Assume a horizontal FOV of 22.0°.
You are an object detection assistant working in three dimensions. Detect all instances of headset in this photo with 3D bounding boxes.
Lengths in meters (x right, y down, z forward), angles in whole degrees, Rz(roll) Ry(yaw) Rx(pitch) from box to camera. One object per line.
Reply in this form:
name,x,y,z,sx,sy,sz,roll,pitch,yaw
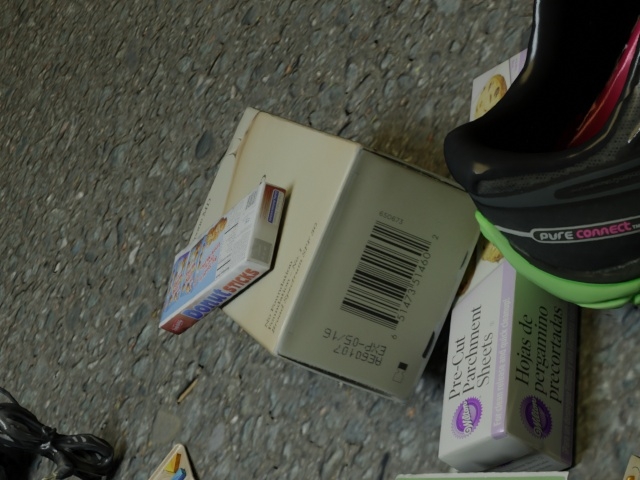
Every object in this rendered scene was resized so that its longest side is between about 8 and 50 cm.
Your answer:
headset,-0.350,0.273,1.624,0.394,0.185,0.243,-52,23,44

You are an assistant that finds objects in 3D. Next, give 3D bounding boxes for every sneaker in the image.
sneaker,0.253,-0.180,0.999,0.483,0.202,0.185,-57,30,5

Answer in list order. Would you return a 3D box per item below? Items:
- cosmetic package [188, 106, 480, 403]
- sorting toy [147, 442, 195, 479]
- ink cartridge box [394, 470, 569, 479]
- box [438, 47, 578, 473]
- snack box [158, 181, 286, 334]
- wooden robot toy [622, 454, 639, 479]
cosmetic package,0.000,0.000,1.246,0.160,0.113,0.309,-68,20,1
sorting toy,-0.140,0.222,1.429,0.083,0.012,0.062,-52,31,12
ink cartridge box,0.081,0.262,1.014,0.171,0.056,0.235,-12,51,52
box,0.138,0.011,1.144,0.067,0.063,0.324,-30,41,44
snack box,-0.076,0.016,1.227,0.178,0.022,0.064,-36,39,58
wooden robot toy,0.207,0.173,0.892,0.173,0.076,0.079,22,94,61
